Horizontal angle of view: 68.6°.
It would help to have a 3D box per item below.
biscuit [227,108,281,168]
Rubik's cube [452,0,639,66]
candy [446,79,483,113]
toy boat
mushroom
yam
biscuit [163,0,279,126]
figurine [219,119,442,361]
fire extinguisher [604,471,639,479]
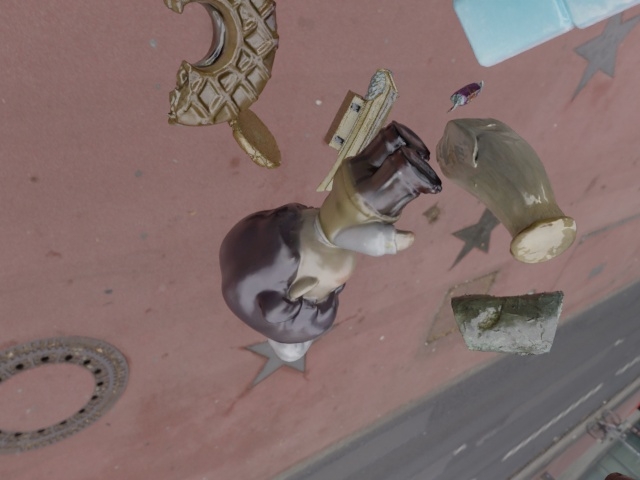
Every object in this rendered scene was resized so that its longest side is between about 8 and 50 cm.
[{"bbox_3d":[-0.190,-0.295,1.351,0.042,0.226,0.226,-32,144,19],"label":"biscuit"},{"bbox_3d":[0.276,-0.401,0.403,0.318,0.316,0.322,-38,107,-27],"label":"Rubik's cube"},{"bbox_3d":[0.380,-0.381,1.228,0.175,0.043,0.045,-36,157,-34],"label":"candy"},{"bbox_3d":[0.105,-0.346,1.520,0.446,0.162,0.136,-63,174,23],"label":"toy boat"},{"bbox_3d":[0.243,-0.084,0.631,0.108,0.247,0.096,-34,144,10],"label":"mushroom"},{"bbox_3d":[0.453,0.198,1.126,0.254,0.154,0.154,-7,145,21],"label":"yam"},{"bbox_3d":[-0.211,-0.415,0.926,0.268,0.115,0.366,-24,130,-33],"label":"biscuit"},{"bbox_3d":[0.017,0.002,0.675,0.365,0.218,0.206,-32,142,24],"label":"figurine"},{"bbox_3d":[0.706,0.542,0.941,0.089,0.072,0.267,-15,175,-13],"label":"fire extinguisher"}]
